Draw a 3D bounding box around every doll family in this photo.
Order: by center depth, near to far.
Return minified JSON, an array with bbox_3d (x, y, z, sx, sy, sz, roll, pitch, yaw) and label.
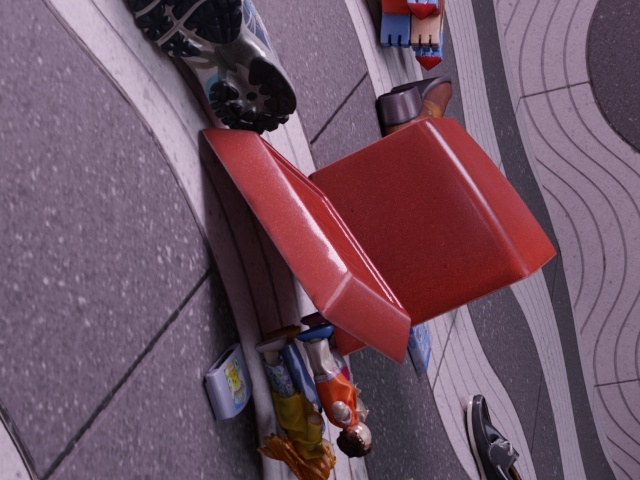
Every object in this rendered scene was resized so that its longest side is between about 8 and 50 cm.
[{"bbox_3d":[-0.015,0.175,1.242,0.263,0.118,0.163,-60,131,-88],"label":"doll family"}]

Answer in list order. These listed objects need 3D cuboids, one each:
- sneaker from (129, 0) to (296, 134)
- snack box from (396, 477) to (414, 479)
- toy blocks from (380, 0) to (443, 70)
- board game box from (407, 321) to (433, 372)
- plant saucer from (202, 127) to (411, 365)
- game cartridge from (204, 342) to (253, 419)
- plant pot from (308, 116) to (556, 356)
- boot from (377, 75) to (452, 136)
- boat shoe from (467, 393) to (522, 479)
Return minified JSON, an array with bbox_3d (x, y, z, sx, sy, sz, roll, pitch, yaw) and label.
[{"bbox_3d":[-0.122,-0.237,1.196,0.122,0.110,0.283,-108,173,-45],"label":"sneaker"},{"bbox_3d":[0.127,0.407,1.583,0.100,0.037,0.141,49,34,-52],"label":"snack box"},{"bbox_3d":[0.165,-0.444,2.017,0.381,0.190,0.261,4,89,-82],"label":"toy blocks"},{"bbox_3d":[0.154,0.146,1.841,0.090,0.020,0.090,-71,146,-56],"label":"board game box"},{"bbox_3d":[0.000,0.000,1.272,0.259,0.047,0.258,57,9,27],"label":"plant saucer"},{"bbox_3d":[-0.089,0.143,1.155,0.083,0.017,0.056,-50,130,-66],"label":"game cartridge"},{"bbox_3d":[0.131,-0.023,1.547,0.236,0.267,0.267,66,19,3],"label":"plant pot"},{"bbox_3d":[0.195,-0.136,2.013,0.264,0.096,0.281,-44,121,-68],"label":"boot"},{"bbox_3d":[0.317,0.376,2.088,0.084,0.079,0.233,-51,125,-64],"label":"boat shoe"}]
